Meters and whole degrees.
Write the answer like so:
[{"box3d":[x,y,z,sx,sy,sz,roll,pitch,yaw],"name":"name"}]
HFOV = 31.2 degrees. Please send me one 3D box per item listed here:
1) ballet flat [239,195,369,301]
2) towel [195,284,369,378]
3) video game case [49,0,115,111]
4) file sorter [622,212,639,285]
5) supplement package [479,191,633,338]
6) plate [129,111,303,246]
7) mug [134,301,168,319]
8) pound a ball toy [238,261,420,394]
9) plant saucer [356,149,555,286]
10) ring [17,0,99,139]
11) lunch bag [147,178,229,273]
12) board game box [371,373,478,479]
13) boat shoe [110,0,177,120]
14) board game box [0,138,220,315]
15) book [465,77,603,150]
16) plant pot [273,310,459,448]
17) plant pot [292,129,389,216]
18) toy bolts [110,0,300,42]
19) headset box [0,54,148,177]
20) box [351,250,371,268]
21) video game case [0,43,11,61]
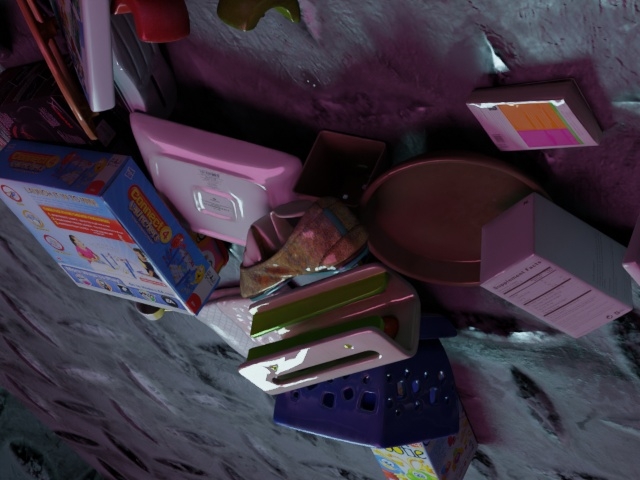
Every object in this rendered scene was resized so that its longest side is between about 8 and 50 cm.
[{"box3d":[-0.047,0.005,1.668,0.123,0.123,0.348,38,156,-15],"name":"ballet flat"},{"box3d":[-0.064,0.208,2.283,0.317,0.053,0.332,-9,134,50],"name":"towel"},{"box3d":[-0.308,-0.368,1.370,0.329,0.036,0.300,103,147,-57],"name":"video game case"},{"box3d":[0.510,0.030,1.295,0.173,0.192,0.278,-13,130,48],"name":"file sorter"},{"box3d":[0.313,0.035,1.520,0.179,0.105,0.105,28,139,-23],"name":"supplement package"},{"box3d":[-0.155,-0.070,1.768,0.277,0.045,0.278,17,151,12],"name":"plate"},{"box3d":[-0.354,0.145,2.450,0.078,0.062,0.064,30,161,15],"name":"mug"},{"box3d":[0.041,0.108,1.778,0.319,0.208,0.136,-20,136,34],"name":"pound a ball toy"},{"box3d":[0.189,-0.032,1.577,0.278,0.041,0.277,6,142,5],"name":"plant saucer"},{"box3d":[-0.379,-0.296,1.592,0.336,0.032,0.336,155,90,-85],"name":"ring"},{"box3d":[-0.329,-0.027,2.077,0.293,0.120,0.258,14,148,29],"name":"lunch bag"},{"box3d":[0.187,0.367,2.203,0.142,0.144,0.275,13,147,30],"name":"board game box"},{"box3d":[-0.301,-0.278,1.635,0.119,0.121,0.335,17,152,15],"name":"boat shoe"},{"box3d":[-0.361,-0.022,1.896,0.308,0.086,0.302,11,146,38],"name":"board game box"},{"box3d":[0.262,-0.149,1.406,0.144,0.035,0.096,1,144,43],"name":"book"},{"box3d":[0.086,0.217,1.925,0.236,0.212,0.236,7,-178,39],"name":"plant pot"},{"box3d":[0.041,-0.082,1.658,0.109,0.109,0.096,15,159,27],"name":"plant pot"},{"box3d":[-0.147,-0.345,1.329,0.218,0.229,0.158,38,132,35],"name":"toy bolts"},{"box3d":[-0.431,-0.188,1.920,0.293,0.110,0.218,-2,138,46],"name":"headset box"},{"box3d":[0.000,0.000,1.876,0.169,0.054,0.059,9,146,35],"name":"box"},{"box3d":[-0.608,-0.354,1.797,0.227,0.026,0.206,33,-175,-6],"name":"video game case"}]
